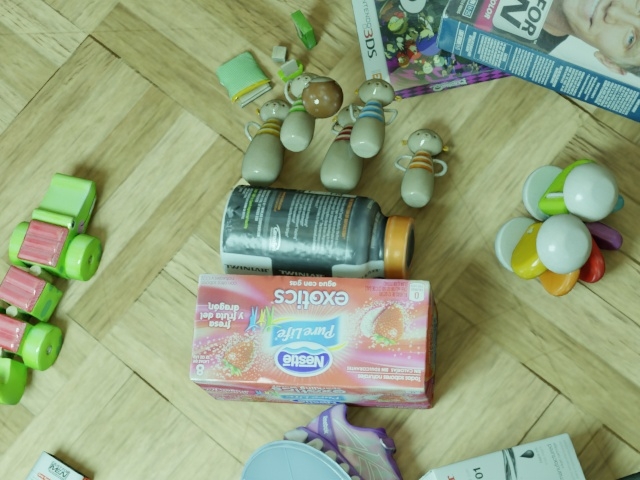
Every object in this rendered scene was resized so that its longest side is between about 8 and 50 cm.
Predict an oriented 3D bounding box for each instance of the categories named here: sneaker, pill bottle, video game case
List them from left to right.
[{"bbox_3d":[0.000,0.000,1.797,0.246,0.130,0.130,6,74,12],"label":"pill bottle"},{"bbox_3d":[0.068,0.294,1.721,0.236,0.095,0.104,39,68,16],"label":"sneaker"},{"bbox_3d":[0.164,-0.314,1.916,0.232,0.042,0.210,-11,73,6],"label":"video game case"}]

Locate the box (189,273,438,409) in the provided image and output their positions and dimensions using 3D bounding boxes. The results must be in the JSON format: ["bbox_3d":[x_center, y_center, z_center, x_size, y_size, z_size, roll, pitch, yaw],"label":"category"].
[{"bbox_3d":[-0.004,0.132,1.748,0.300,0.154,0.142,2,74,8],"label":"box"}]

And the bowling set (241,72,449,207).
[{"bbox_3d":[0.034,-0.169,1.806,0.287,0.200,0.154,9,51,6],"label":"bowling set"}]

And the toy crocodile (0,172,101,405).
[{"bbox_3d":[-0.394,0.065,1.855,0.115,0.105,0.340,18,76,14],"label":"toy crocodile"}]

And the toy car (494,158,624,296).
[{"bbox_3d":[0.327,-0.013,1.756,0.136,0.159,0.182,33,78,-18],"label":"toy car"}]

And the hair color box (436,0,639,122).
[{"bbox_3d":[0.348,-0.290,1.815,0.347,0.105,0.174,21,74,6],"label":"hair color box"}]

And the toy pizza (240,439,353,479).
[{"bbox_3d":[-0.015,0.339,1.697,0.201,0.032,0.201,13,114,31],"label":"toy pizza"}]

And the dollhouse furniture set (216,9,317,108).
[{"bbox_3d":[-0.077,-0.259,1.929,0.152,0.058,0.076,-32,70,-2],"label":"dollhouse furniture set"}]

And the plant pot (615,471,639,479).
[{"bbox_3d":[0.439,0.351,1.600,0.167,0.188,0.187,-4,72,22],"label":"plant pot"}]

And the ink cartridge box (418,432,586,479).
[{"bbox_3d":[0.229,0.329,1.652,0.191,0.082,0.139,-11,70,-20],"label":"ink cartridge box"}]

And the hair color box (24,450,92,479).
[{"bbox_3d":[-0.371,0.358,1.793,0.072,0.043,0.141,29,81,16],"label":"hair color box"}]
